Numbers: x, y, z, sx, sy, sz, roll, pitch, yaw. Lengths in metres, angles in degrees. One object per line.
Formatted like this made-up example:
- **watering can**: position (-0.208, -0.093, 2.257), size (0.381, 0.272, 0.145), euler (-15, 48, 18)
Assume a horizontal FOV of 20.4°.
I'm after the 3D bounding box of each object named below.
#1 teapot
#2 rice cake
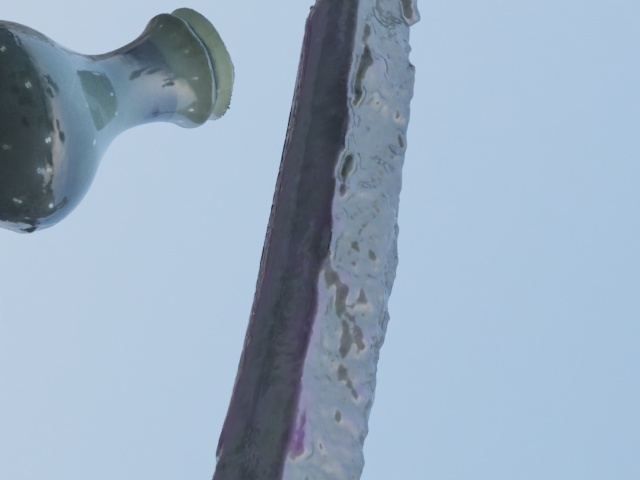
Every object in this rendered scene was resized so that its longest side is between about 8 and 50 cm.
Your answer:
- **teapot**: position (-0.204, -0.119, 1.519), size (0.183, 0.251, 0.183), euler (30, -48, 40)
- **rice cake**: position (0.001, 0.000, 0.705), size (0.055, 0.049, 0.270), euler (-26, -137, 43)
